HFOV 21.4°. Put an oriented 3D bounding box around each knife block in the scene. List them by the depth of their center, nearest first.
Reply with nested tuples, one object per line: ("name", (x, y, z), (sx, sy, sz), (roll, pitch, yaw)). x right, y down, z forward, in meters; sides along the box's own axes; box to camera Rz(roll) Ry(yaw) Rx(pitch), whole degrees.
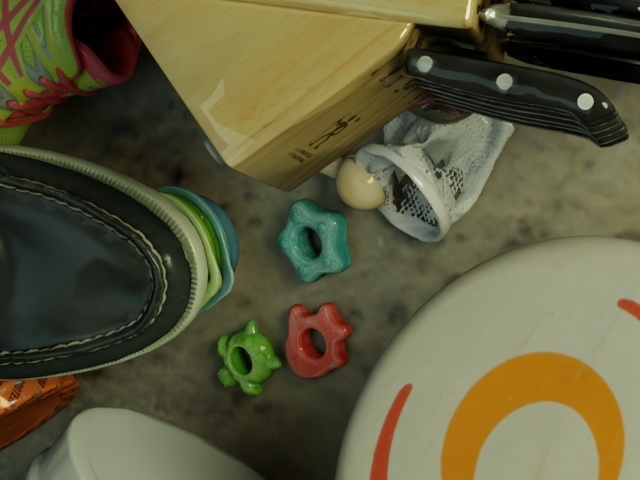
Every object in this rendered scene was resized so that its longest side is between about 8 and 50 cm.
("knife block", (0.034, -0.143, 0.668), (0.242, 0.088, 0.275), (-36, 78, 8))

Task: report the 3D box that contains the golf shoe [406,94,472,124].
("golf shoe", (0.012, -0.122, 0.763), (0.067, 0.086, 0.186), (-38, 76, -6))

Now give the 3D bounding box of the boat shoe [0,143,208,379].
("boat shoe", (-0.231, 0.009, 0.831), (0.340, 0.113, 0.127), (12, 102, 10))

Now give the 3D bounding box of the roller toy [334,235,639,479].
("roller toy", (0.115, 0.104, 0.662), (0.191, 0.146, 0.209), (-23, 57, 27))

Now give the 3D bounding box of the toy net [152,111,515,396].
("toy net", (0.000, 0.000, 0.817), (0.232, 0.045, 0.122), (-27, 86, 40))

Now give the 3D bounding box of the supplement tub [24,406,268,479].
("supplement tub", (-0.132, 0.271, 0.823), (0.241, 0.241, 0.331), (42, 101, 22))

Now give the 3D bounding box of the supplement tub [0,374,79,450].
("supplement tub", (-0.223, 0.027, 0.957), (0.117, 0.117, 0.190), (-43, 76, 38))

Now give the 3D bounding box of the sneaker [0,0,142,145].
("sneaker", (-0.142, -0.099, 0.879), (0.094, 0.081, 0.208), (46, 126, 17))
